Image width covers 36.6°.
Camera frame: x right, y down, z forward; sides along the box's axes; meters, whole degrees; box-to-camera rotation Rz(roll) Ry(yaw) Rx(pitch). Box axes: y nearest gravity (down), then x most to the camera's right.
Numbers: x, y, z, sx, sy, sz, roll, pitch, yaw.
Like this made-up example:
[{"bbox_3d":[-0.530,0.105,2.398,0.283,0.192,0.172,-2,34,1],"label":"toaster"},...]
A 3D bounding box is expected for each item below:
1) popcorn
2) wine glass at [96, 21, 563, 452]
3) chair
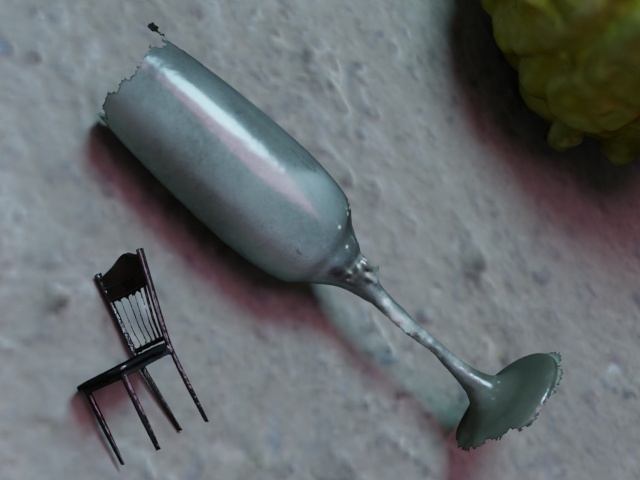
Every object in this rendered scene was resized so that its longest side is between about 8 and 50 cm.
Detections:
[{"bbox_3d":[0.223,-0.165,0.602,0.249,0.225,0.249,7,74,-26],"label":"popcorn"},{"bbox_3d":[0.000,0.000,0.478,0.262,0.074,0.074,41,52,-8],"label":"wine glass"},{"bbox_3d":[-0.084,0.050,0.418,0.042,0.037,0.086,-18,83,-49],"label":"chair"}]
